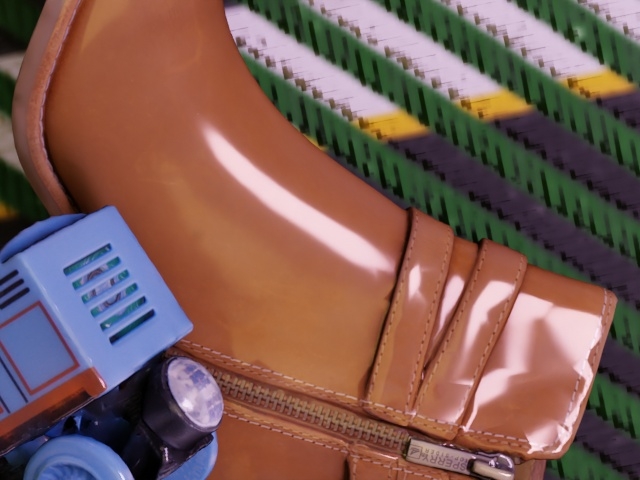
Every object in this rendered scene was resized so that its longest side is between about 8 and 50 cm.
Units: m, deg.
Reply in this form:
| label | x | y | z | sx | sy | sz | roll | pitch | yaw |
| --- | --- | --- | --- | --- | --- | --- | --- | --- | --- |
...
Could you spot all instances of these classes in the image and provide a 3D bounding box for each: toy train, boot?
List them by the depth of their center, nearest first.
| label | x | y | z | sx | sy | sz | roll | pitch | yaw |
| --- | --- | --- | --- | --- | --- | --- | --- | --- | --- |
| toy train | -0.117 | 0.069 | 0.601 | 0.184 | 0.080 | 0.105 | -31 | 90 | 28 |
| boot | 0.000 | 0.000 | 0.636 | 0.220 | 0.109 | 0.283 | 12 | 101 | 5 |
